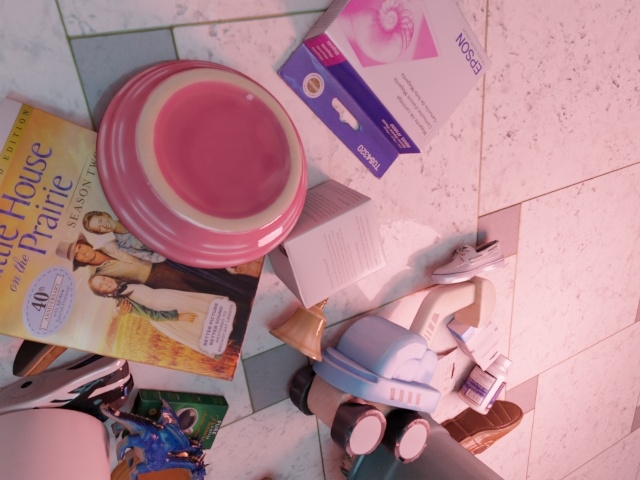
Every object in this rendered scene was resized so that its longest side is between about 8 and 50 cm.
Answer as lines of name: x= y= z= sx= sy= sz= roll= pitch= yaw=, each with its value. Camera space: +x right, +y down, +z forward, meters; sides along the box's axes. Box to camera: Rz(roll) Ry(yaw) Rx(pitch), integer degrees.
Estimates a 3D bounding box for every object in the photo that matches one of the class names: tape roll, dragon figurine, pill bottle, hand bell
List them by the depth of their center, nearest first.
tape roll: x=-0.468 y=0.410 z=0.770 sx=0.246 sy=0.169 sz=0.246 roll=-13 pitch=135 yaw=-13
dragon figurine: x=-0.297 y=0.354 z=0.882 sx=0.144 sy=0.085 sz=0.289 roll=-22 pitch=121 yaw=-20
hand bell: x=0.006 y=0.118 z=1.011 sx=0.126 sy=0.126 sz=0.242 roll=36 pitch=79 yaw=-35
pill bottle: x=0.478 y=0.401 z=1.379 sx=0.094 sy=0.094 sz=0.169 roll=29 pitch=94 yaw=-34

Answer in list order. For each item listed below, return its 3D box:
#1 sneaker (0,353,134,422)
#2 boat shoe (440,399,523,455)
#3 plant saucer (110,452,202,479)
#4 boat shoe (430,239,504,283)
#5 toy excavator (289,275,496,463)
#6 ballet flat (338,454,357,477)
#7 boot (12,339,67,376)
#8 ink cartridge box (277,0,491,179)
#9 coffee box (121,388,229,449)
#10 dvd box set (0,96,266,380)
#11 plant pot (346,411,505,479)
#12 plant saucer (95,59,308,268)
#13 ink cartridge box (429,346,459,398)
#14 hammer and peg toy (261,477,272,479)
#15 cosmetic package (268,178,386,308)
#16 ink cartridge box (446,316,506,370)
sneaker: x=-0.434 y=0.283 z=0.832 sx=0.217 sy=0.079 sz=0.121 roll=-19 pitch=117 yaw=-22
boat shoe: x=0.465 y=0.576 z=1.446 sx=0.307 sy=0.110 sz=0.104 roll=-14 pitch=120 yaw=-13
plant saucer: x=-0.340 y=0.514 z=1.005 sx=0.200 sy=0.037 sz=0.200 roll=-11 pitch=114 yaw=-25
boat shoe: x=0.360 y=0.049 z=1.191 sx=0.226 sy=0.083 sz=0.075 roll=-13 pitch=97 yaw=-31
toy excavator: x=0.206 y=0.250 z=1.115 sx=0.433 sy=0.222 sz=0.445 roll=23 pitch=89 yaw=-35
ballet flat: x=0.127 y=0.643 z=1.295 sx=0.077 sy=0.091 sz=0.241 roll=-53 pitch=133 yaw=-32
boot: x=-0.362 y=0.117 z=0.793 sx=0.305 sy=0.112 sz=0.115 roll=-46 pitch=131 yaw=-9
ink cartridge box: x=0.139 y=-0.327 z=0.910 sx=0.324 sy=0.071 sz=0.330 roll=39 pitch=87 yaw=-35
coffee box: x=-0.290 y=0.363 z=0.969 sx=0.184 sy=0.040 sz=0.113 roll=16 pitch=101 yaw=-32
dvd box set: x=-0.290 y=0.015 z=0.714 sx=0.420 sy=0.062 sz=0.307 roll=21 pitch=73 yaw=-26
plant pot: x=0.287 y=0.625 z=1.130 sx=0.341 sy=0.334 sz=0.341 roll=-16 pitch=115 yaw=-37
plant saucer: x=-0.156 y=-0.126 z=0.730 sx=0.332 sy=0.084 sz=0.332 roll=7 pitch=76 yaw=-30
ink cartridge box: x=0.308 y=0.376 z=1.319 sx=0.179 sy=0.045 sz=0.145 roll=-19 pitch=119 yaw=-41
hammer and peg toy: x=-0.147 y=0.775 z=1.164 sx=0.266 sy=0.127 sz=0.361 roll=-28 pitch=121 yaw=-17
cosmetic package: x=0.000 y=0.000 z=0.915 sx=0.184 sy=0.151 sz=0.151 roll=-27 pitch=121 yaw=-16
ink cartridge box: x=0.430 y=0.263 z=1.316 sx=0.104 sy=0.060 sz=0.180 roll=-43 pitch=124 yaw=-8
